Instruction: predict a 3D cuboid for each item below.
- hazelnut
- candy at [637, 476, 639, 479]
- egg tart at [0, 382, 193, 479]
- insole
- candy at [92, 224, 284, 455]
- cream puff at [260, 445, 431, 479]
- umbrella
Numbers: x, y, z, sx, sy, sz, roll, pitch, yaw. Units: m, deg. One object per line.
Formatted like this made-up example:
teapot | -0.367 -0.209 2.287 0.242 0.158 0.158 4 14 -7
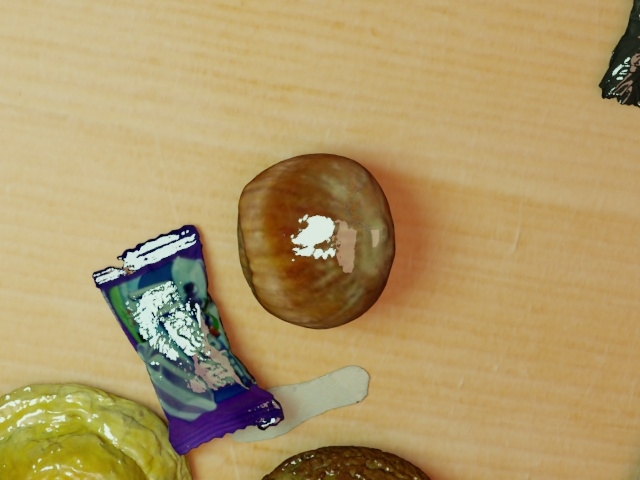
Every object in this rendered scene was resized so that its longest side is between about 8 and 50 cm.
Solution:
hazelnut | 0.000 0.000 1.364 0.176 0.214 0.214 -24 108 -46
candy | 0.500 0.358 1.564 0.174 0.071 0.138 18 120 -11
egg tart | -0.308 0.328 1.421 0.318 0.128 0.319 -2 104 -6
insole | -0.029 0.209 1.498 0.197 0.004 0.065 -21 103 -3
candy | -0.163 0.127 1.426 0.145 0.070 0.275 -25 93 -1
cream puff | 0.049 0.409 1.445 0.303 0.212 0.303 -3 102 -13
umbrella | 0.407 -0.282 1.434 0.066 0.059 0.236 10 102 -27
